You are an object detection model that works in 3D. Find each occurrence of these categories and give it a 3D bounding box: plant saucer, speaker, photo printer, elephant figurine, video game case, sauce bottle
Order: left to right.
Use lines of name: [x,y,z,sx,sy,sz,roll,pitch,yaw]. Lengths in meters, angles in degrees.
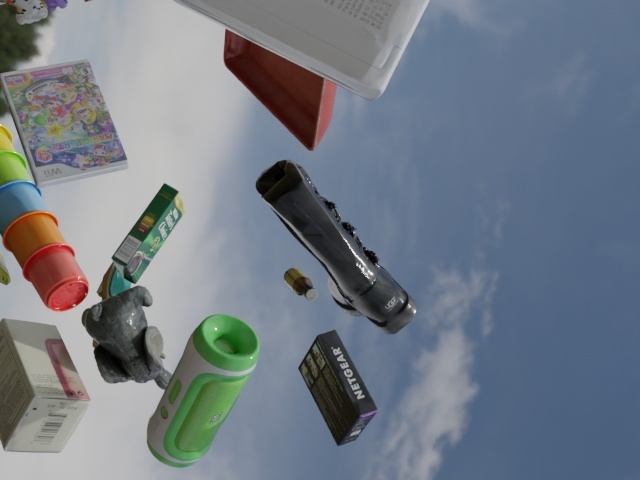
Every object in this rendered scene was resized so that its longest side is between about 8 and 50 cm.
video game case: [-0.240,-0.111,0.891,0.122,0.087,0.011,66,-27,18]
elephant figurine: [-0.382,0.225,1.967,0.169,0.186,0.239,-22,-87,49]
speaker: [-0.211,0.270,1.687,0.131,0.131,0.296,-98,-150,-51]
plant saucer: [-0.043,-0.293,1.271,0.258,0.048,0.259,48,-38,38]
photo printer: [-0.021,-0.326,1.002,0.256,0.308,0.107,-64,-170,9]
sauce bottle: [-0.039,0.092,1.934,0.042,0.042,0.128,-64,-156,8]

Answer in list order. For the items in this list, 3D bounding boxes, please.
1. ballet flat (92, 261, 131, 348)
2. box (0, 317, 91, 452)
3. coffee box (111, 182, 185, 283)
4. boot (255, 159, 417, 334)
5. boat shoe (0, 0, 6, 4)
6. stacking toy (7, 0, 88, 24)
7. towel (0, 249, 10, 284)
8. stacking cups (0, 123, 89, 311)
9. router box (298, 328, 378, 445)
ballet flat: [-0.486,0.143,2.187,0.073,0.080,0.232,-8,-115,23]
box: [-0.573,0.288,1.893,0.148,0.127,0.232,-57,-134,20]
coffee box: [-0.332,-0.013,1.856,0.184,0.040,0.113,-58,171,-18]
boot: [0.001,0.000,2.231,0.146,0.445,0.367,-49,-156,-9]
boat shoe: [-0.410,-0.300,1.081,0.135,0.050,0.045,-3,89,-75]
stacking toy: [-0.282,-0.323,1.174,0.167,0.221,0.052,-133,-154,-66]
towel: [-0.496,-0.019,1.361,0.021,0.102,0.237,-38,-146,-6]
stacking cups: [-0.420,-0.028,1.324,0.096,0.096,0.316,-54,-124,29]
router box: [0.030,0.278,1.794,0.179,0.046,0.133,61,-33,25]
